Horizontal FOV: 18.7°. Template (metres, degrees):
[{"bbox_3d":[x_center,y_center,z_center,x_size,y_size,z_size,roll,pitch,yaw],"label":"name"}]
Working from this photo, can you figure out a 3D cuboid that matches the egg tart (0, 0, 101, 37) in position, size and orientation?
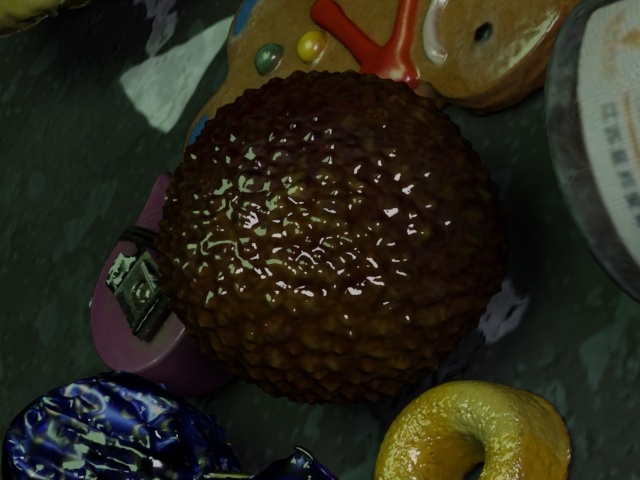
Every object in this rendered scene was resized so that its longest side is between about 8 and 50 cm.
[{"bbox_3d":[-0.167,-0.293,1.485,0.341,0.132,0.341,-29,46,35],"label":"egg tart"}]

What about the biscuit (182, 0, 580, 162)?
[{"bbox_3d":[0.033,-0.121,1.196,0.324,0.049,0.205,-2,62,48],"label":"biscuit"}]

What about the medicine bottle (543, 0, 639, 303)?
[{"bbox_3d":[0.241,-0.067,0.800,0.273,0.165,0.165,-16,53,44],"label":"medicine bottle"}]

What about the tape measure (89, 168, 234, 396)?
[{"bbox_3d":[-0.090,0.032,1.197,0.118,0.074,0.125,-57,40,9],"label":"tape measure"}]

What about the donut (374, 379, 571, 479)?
[{"bbox_3d":[0.073,0.112,0.978,0.108,0.043,0.097,-3,63,44],"label":"donut"}]

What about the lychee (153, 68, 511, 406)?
[{"bbox_3d":[0.001,-0.001,1.038,0.194,0.194,0.194,-30,44,34],"label":"lychee"}]

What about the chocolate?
[{"bbox_3d":[-0.039,0.150,1.018,0.126,0.148,0.343,-25,18,-31],"label":"chocolate"}]
